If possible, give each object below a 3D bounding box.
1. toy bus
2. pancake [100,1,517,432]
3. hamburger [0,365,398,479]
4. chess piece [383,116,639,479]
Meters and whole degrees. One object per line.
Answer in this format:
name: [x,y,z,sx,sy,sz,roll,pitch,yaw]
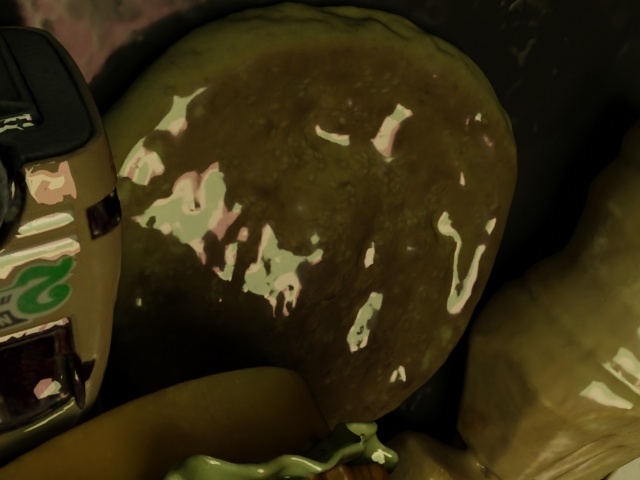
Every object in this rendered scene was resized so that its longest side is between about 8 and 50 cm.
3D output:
toy bus: [-0.212,0.024,0.365,0.289,0.139,0.157,-16,126,-18]
pancake: [0.000,0.000,0.518,0.242,0.050,0.242,-13,121,-22]
hamburger: [-0.046,0.200,0.431,0.274,0.212,0.274,-30,158,-14]
chess piece: [0.137,0.078,0.602,0.137,0.137,0.301,27,109,-35]
